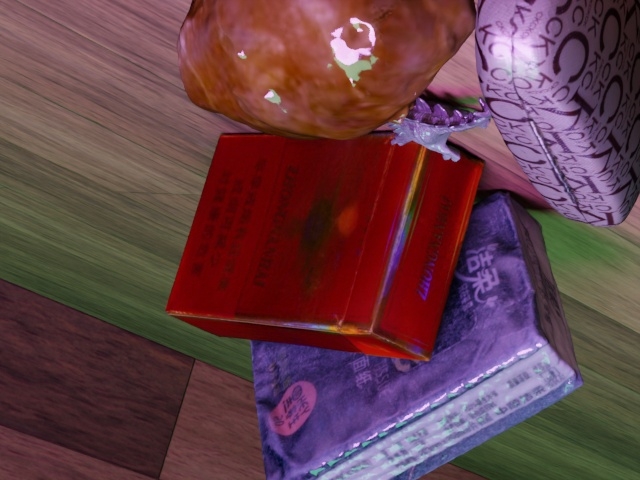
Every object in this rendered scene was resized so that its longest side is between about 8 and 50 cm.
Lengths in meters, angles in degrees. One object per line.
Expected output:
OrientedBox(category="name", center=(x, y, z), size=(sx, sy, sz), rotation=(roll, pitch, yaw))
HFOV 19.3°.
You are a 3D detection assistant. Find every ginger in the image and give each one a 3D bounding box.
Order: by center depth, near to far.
OrientedBox(category="ginger", center=(-0.011, -0.148, 1.228), size=(0.172, 0.165, 0.321), rotation=(-9, -173, -9))

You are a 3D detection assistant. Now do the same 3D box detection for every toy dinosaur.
OrientedBox(category="toy dinosaur", center=(0.099, -0.100, 1.597), size=(0.082, 0.039, 0.209), rotation=(23, 166, -20))

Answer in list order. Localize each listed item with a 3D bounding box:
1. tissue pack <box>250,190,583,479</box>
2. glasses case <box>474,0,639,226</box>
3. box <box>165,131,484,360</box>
OrientedBox(category="tissue pack", center=(0.086, 0.116, 1.812), size=(0.316, 0.228, 0.103), rotation=(-31, 128, 18))
OrientedBox(category="glasses case", center=(0.165, -0.110, 1.211), size=(0.085, 0.137, 0.355), rotation=(11, 167, 21))
OrientedBox(category="box", center=(-0.001, 0.001, 1.816), size=(0.089, 0.197, 0.313), rotation=(27, 165, -38))
